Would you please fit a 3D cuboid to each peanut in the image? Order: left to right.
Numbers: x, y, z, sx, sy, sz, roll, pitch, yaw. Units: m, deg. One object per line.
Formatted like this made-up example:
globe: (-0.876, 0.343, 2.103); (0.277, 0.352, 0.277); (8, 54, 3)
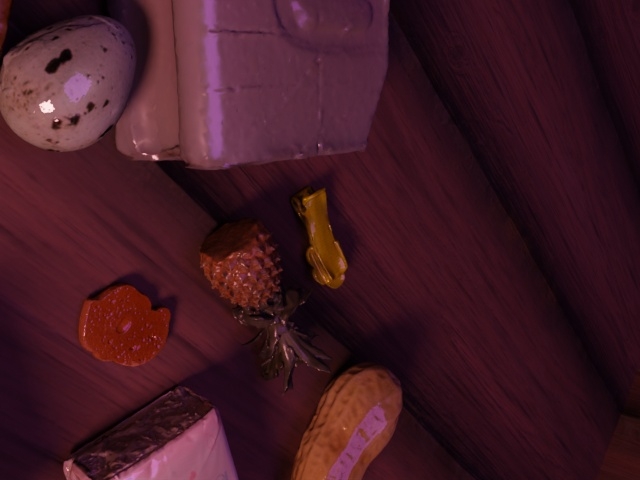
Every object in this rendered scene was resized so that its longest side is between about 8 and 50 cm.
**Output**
peanut: (0.037, 0.348, 1.168); (0.147, 0.147, 0.306); (45, 68, -40)

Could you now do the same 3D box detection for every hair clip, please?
hair clip: (0.000, 0.000, 1.125); (0.072, 0.046, 0.173); (-36, 120, -32)

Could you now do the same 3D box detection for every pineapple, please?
pineapple: (-0.079, 0.104, 1.021); (0.277, 0.119, 0.130); (64, 36, -34)

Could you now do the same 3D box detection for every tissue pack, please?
tissue pack: (-0.203, 0.365, 0.940); (0.201, 0.124, 0.271); (-30, 117, -42)

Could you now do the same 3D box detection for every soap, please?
soap: (-0.078, -0.318, 0.875); (0.350, 0.212, 0.435); (-10, 105, -45)

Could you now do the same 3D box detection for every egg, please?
egg: (-0.271, -0.175, 0.758); (0.131, 0.131, 0.164); (38, 80, -42)

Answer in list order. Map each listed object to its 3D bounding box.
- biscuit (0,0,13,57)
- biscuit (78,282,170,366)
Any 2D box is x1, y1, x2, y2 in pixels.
biscuit: (-0.443, -0.280, 0.614); (0.350, 0.070, 0.394); (17, 85, -43)
biscuit: (-0.254, 0.111, 0.910); (0.130, 0.019, 0.102); (34, 74, -43)
